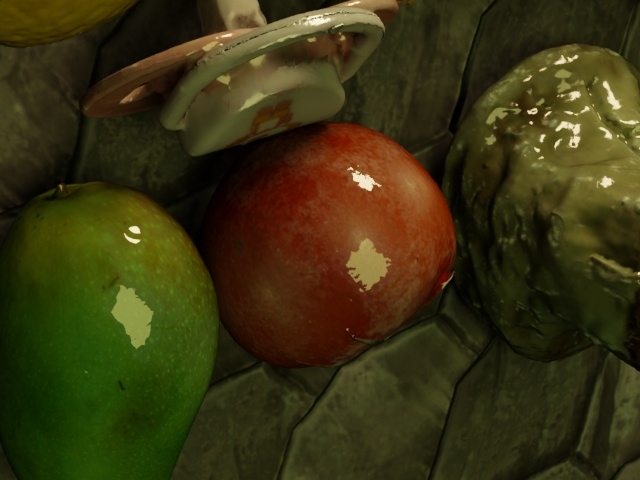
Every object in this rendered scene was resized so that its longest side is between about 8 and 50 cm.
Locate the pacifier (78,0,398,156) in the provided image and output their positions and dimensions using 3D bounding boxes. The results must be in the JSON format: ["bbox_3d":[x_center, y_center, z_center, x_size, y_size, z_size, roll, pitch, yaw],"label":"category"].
[{"bbox_3d":[-0.082,-0.197,1.404,0.332,0.273,0.220,-18,142,-27],"label":"pacifier"}]

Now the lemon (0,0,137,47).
[{"bbox_3d":[-0.259,-0.323,1.185,0.336,0.336,0.336,-11,112,-28],"label":"lemon"}]

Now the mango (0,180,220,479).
[{"bbox_3d":[-0.213,0.125,1.430,0.225,0.201,0.382,1,110,-5],"label":"mango"}]

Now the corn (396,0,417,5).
[{"bbox_3d":[0.013,-0.381,1.445,0.130,0.130,0.347,-37,118,-16],"label":"corn"}]

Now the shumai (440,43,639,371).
[{"bbox_3d":[0.342,-0.009,1.660,0.324,0.323,0.398,-20,117,-22],"label":"shumai"}]

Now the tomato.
[{"bbox_3d":[0.000,0.000,1.491,0.264,0.265,0.265,-11,112,-28],"label":"tomato"}]
